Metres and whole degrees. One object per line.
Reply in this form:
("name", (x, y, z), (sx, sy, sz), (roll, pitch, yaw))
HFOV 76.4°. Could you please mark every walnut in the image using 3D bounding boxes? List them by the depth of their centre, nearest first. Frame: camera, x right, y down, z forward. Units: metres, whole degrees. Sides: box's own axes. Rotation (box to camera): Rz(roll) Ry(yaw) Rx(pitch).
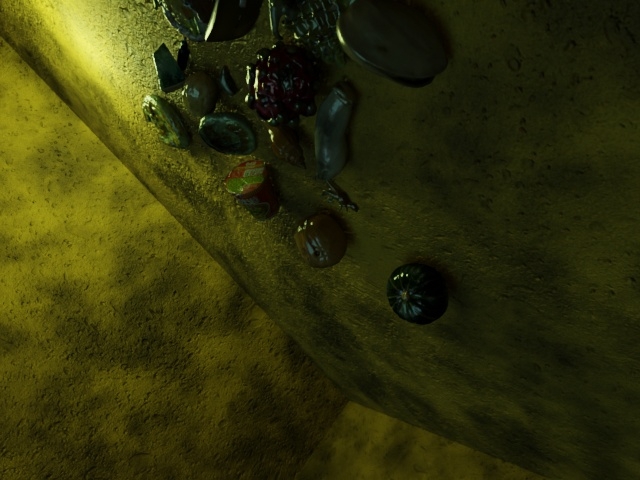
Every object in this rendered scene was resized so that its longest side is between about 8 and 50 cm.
("walnut", (0.000, 0.000, 1.577), (0.195, 0.195, 0.222), (12, 139, 47))

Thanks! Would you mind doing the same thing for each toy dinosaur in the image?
("toy dinosaur", (-0.108, -0.595, 0.907), (0.188, 0.075, 0.248), (62, 158, 18))
("toy dinosaur", (0.061, -0.166, 1.411), (0.126, 0.039, 0.162), (12, 137, 32))

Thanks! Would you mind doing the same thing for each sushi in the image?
("sushi", (-0.398, -0.686, 1.159), (0.241, 0.108, 0.161), (38, 157, -30))

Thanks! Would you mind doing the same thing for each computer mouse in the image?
("computer mouse", (-0.234, -0.594, 1.080), (0.245, 0.126, 0.056), (-20, 92, 61))

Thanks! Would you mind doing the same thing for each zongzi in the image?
("zongzi", (-0.306, -0.538, 1.370), (0.076, 0.040, 0.083), (40, 138, -10))

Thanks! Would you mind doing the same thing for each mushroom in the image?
("mushroom", (0.032, -0.299, 1.175), (0.109, 0.097, 0.351), (34, 151, 16))

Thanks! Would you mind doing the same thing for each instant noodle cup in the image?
("instant noodle cup", (-0.266, -0.191, 1.688), (0.193, 0.193, 0.212), (25, 157, 34))

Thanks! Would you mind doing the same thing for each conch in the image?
("conch", (-0.135, -0.360, 1.337), (0.093, 0.109, 0.330), (-37, 76, 27))

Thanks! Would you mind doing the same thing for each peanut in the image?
("peanut", (-0.433, -0.523, 1.465), (0.129, 0.129, 0.224), (46, 156, -7))

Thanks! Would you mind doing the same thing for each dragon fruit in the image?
("dragon fruit", (-0.108, -0.399, 1.105), (0.218, 0.198, 0.273), (21, 139, -3))

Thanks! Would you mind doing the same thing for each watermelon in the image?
("watermelon", (-0.572, -0.619, 1.528), (0.154, 0.094, 0.241), (68, 167, -7))

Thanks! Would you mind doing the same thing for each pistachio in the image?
("pistachio", (0.144, -0.396, 0.821), (0.237, 0.153, 0.138), (19, 167, -11))

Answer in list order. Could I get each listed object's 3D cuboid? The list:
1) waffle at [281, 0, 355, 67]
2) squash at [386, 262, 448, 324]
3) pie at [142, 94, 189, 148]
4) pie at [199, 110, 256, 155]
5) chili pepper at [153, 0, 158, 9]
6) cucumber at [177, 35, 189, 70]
("waffle", (-0.008, -0.519, 0.939), (0.223, 0.054, 0.204), (40, 155, 7))
("squash", (0.328, 0.180, 1.377), (0.218, 0.218, 0.172), (18, 180, 42))
("pie", (-0.724, -0.548, 1.908), (0.302, 0.067, 0.302), (35, 153, 21))
("pie", (-0.346, -0.401, 1.546), (0.240, 0.054, 0.240), (8, 155, 4))
("chili pepper", (-0.551, -0.796, 1.334), (0.030, 0.017, 0.083), (35, 154, 20))
("cucumber", (-0.481, -0.657, 1.430), (0.039, 0.043, 0.163), (11, 166, -22))
